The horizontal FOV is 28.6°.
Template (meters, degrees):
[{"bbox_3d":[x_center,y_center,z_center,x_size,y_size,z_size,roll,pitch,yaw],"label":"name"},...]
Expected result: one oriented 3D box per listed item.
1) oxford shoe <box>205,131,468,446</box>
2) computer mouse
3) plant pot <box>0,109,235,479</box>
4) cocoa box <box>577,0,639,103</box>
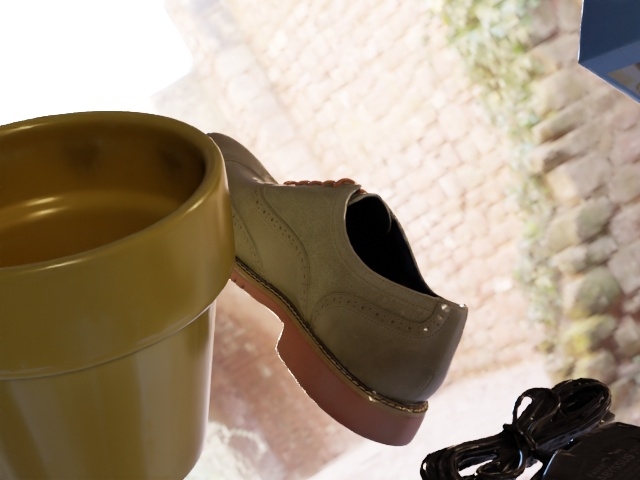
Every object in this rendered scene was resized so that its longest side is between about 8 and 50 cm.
[{"bbox_3d":[0.000,0.000,1.100,0.140,0.397,0.147,13,-64,-45],"label":"oxford shoe"},{"bbox_3d":[0.218,0.173,0.811,0.188,0.072,0.272,-19,21,-40],"label":"computer mouse"},{"bbox_3d":[-0.180,0.063,0.909,0.253,0.239,0.254,-5,28,3],"label":"plant pot"},{"bbox_3d":[0.499,-0.298,1.422,0.231,0.228,0.347,24,-26,-33],"label":"cocoa box"}]
